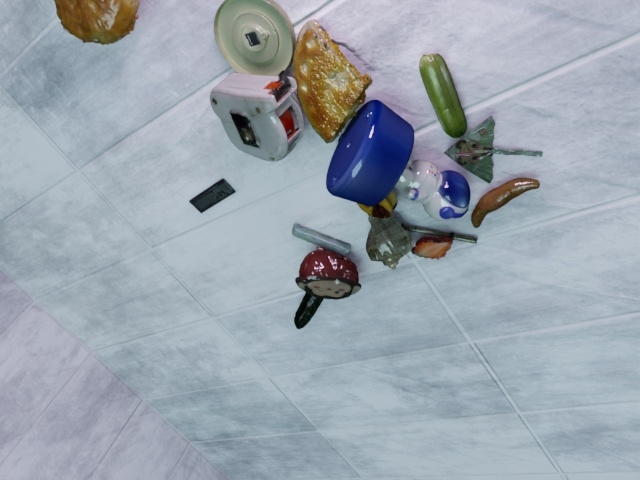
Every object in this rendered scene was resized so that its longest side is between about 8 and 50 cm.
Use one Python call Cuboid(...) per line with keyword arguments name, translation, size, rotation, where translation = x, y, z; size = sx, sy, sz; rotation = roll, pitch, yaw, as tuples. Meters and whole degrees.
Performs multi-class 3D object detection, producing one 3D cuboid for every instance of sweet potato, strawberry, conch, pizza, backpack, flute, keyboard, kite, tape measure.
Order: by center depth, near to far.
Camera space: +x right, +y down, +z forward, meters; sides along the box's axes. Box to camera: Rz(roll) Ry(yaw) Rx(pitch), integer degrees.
Cuboid(name="pizza", translation=(0.035, -0.405, 1.505), size=(0.226, 0.086, 0.336), rotation=(8, 128, 28))
Cuboid(name="kite", translation=(0.448, -0.232, 1.505), size=(0.250, 0.012, 0.229), rotation=(1, 140, 12))
Cuboid(name="sweet potato", translation=(0.485, -0.110, 1.588), size=(0.078, 0.058, 0.255), rotation=(20, 143, -21))
Cuboid(name="tape measure", translation=(-0.169, -0.343, 1.596), size=(0.258, 0.130, 0.265), rotation=(15, 142, 35))
Cuboid(name="flute", translation=(0.357, -0.021, 1.748), size=(0.233, 0.027, 0.027), rotation=(11, 133, 17))
Cuboid(name="strawberry", translation=(0.343, 0.015, 1.759), size=(0.104, 0.048, 0.152), rotation=(30, 145, -26))
Cuboid(name="conch", translation=(0.209, -0.006, 1.787), size=(0.155, 0.130, 0.207), rotation=(-13, 99, 20))
Cuboid(name="backpack", translation=(0.022, 0.124, 1.957), size=(0.229, 0.139, 0.229), rotation=(5, 155, 2))
Cuboid(name="keyboard", translation=(-0.376, -0.152, 1.991), size=(0.202, 0.011, 0.067), rotation=(-25, 116, 39))

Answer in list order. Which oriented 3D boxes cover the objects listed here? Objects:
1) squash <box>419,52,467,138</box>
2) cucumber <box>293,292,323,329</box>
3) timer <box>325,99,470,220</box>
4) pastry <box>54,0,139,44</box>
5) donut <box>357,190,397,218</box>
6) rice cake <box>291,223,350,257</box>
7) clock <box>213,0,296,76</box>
Cuboid(name="squash", translation=(0.306, -0.360, 1.441), size=(0.069, 0.069, 0.239), rotation=(-10, 125, 32))
Cuboid(name="cucumber", translation=(-0.044, 0.240, 2.140), size=(0.077, 0.077, 0.265), rotation=(28, 137, 0))
Cuboid(name="timer", translation=(0.236, -0.175, 1.543), size=(0.383, 0.270, 0.270), rotation=(24, 137, -15))
Cuboid(name="pastry", translation=(-0.579, -0.678, 1.511), size=(0.255, 0.162, 0.311), rotation=(29, 128, 11))
Cuboid(name="donut", translation=(0.164, -0.125, 1.698), size=(0.140, 0.059, 0.140), rotation=(32, 154, 18))
Cuboid(name="rice cake", translation=(0.000, 0.000, 1.930), size=(0.210, 0.034, 0.043), rotation=(22, 134, 6))
Cuboid(name="clock", translation=(-0.177, -0.539, 1.537), size=(0.234, 0.029, 0.235), rotation=(13, 133, 14))
